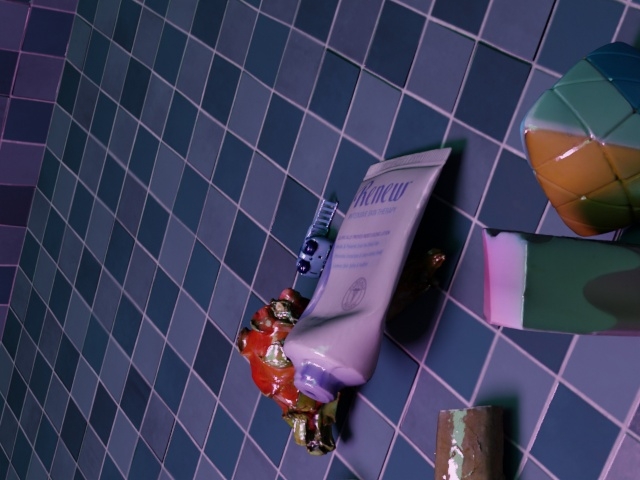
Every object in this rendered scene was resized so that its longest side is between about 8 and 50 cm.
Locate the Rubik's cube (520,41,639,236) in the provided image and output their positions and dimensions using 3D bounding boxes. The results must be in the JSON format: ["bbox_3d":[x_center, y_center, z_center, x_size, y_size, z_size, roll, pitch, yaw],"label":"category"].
[{"bbox_3d":[0.337,-0.154,1.348,0.254,0.254,0.254,-7,82,53],"label":"Rubik's cube"}]

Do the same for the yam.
[{"bbox_3d":[0.215,0.365,1.564,0.106,0.106,0.259,-7,81,53],"label":"yam"}]

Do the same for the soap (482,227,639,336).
[{"bbox_3d":[0.310,0.050,1.273,0.193,0.324,0.109,9,92,53],"label":"soap"}]

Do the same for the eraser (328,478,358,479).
[{"bbox_3d":[0.070,0.499,1.722,0.279,0.124,0.081,48,123,44],"label":"eraser"}]

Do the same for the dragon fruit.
[{"bbox_3d":[-0.029,0.219,1.819,0.198,0.200,0.269,-15,67,7],"label":"dragon fruit"}]

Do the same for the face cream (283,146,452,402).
[{"bbox_3d":[0.068,0.052,1.699,0.235,0.137,0.420,-9,54,61],"label":"face cream"}]

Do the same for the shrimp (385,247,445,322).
[{"bbox_3d":[0.111,0.059,1.762,0.294,0.062,0.154,-25,62,51],"label":"shrimp"}]

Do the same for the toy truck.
[{"bbox_3d":[0.000,0.000,1.919,0.074,0.063,0.136,-115,45,-61],"label":"toy truck"}]
